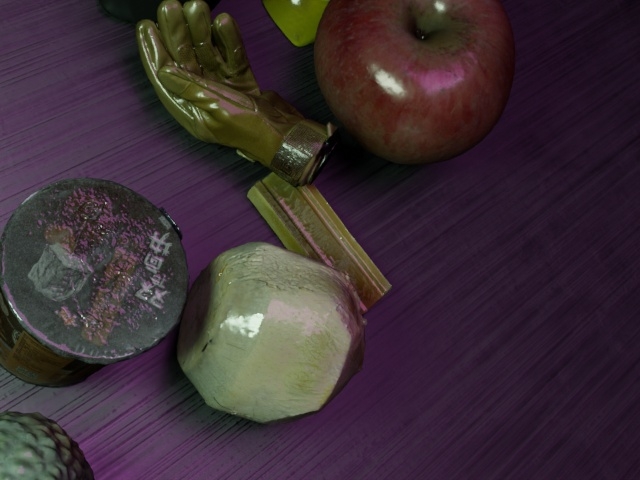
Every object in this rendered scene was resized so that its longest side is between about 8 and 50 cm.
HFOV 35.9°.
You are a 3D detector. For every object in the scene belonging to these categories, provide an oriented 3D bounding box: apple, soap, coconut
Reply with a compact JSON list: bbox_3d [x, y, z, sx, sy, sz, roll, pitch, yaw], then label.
[{"bbox_3d":[0.140,-0.273,1.540,0.345,0.269,0.344,4,66,-8],"label":"apple"},{"bbox_3d":[0.000,0.000,1.460,0.092,0.037,0.252,-38,91,-38],"label":"soap"},{"bbox_3d":[-0.052,0.120,1.264,0.231,0.227,0.227,20,60,-24],"label":"coconut"}]

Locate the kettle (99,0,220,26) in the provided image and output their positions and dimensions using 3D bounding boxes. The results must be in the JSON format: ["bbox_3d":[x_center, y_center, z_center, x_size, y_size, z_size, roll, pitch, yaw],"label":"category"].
[{"bbox_3d":[-0.170,-0.461,1.390,0.203,0.308,0.262,29,58,-17],"label":"kettle"}]

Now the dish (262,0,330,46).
[{"bbox_3d":[-0.016,-0.419,1.609,0.149,0.080,0.207,13,65,-27],"label":"dish"}]

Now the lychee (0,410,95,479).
[{"bbox_3d":[-0.343,0.298,0.992,0.275,0.255,0.255,-6,70,-2],"label":"lychee"}]

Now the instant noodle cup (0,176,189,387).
[{"bbox_3d":[-0.287,0.064,1.151,0.218,0.207,0.217,13,62,-26],"label":"instant noodle cup"}]

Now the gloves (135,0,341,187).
[{"bbox_3d":[-0.125,-0.203,1.407,0.331,0.141,0.154,37,65,-5],"label":"gloves"}]
